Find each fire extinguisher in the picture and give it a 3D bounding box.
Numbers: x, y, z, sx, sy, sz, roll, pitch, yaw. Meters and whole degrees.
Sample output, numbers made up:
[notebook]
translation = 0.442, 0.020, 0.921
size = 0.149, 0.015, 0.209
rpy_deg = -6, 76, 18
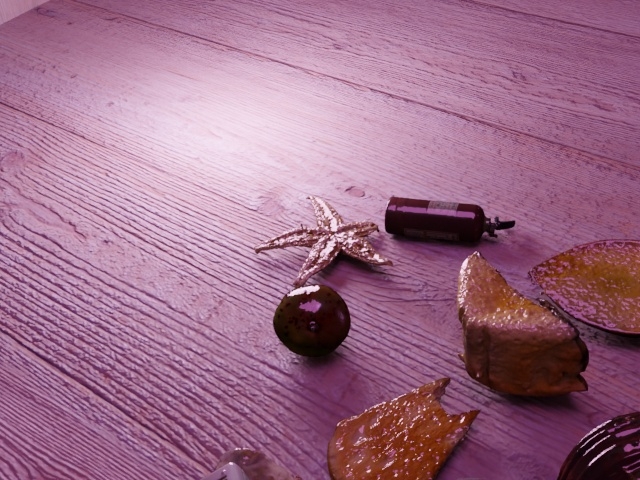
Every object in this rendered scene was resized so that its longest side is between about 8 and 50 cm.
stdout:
[fire extinguisher]
translation = 0.240, -0.039, 1.636
size = 0.231, 0.071, 0.099
rpy_deg = 5, 13, 15

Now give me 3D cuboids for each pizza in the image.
[pizza]
translation = 0.118, 0.287, 1.278
size = 0.181, 0.034, 0.262
rpy_deg = 27, 51, 34

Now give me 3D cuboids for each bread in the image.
[bread]
translation = 0.268, 0.148, 1.314
size = 0.133, 0.174, 0.251
rpy_deg = -28, 42, -18

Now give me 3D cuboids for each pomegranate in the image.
[pomegranate]
translation = -0.014, 0.124, 1.434
size = 0.130, 0.130, 0.130
rpy_deg = -5, 39, 4

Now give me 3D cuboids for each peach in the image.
[peach]
translation = 0.477, 0.086, 1.440
size = 0.279, 0.068, 0.189
rpy_deg = 8, 49, 15

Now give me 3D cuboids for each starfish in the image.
[starfish]
translation = -0.001, -0.004, 1.644
size = 0.231, 0.048, 0.295
rpy_deg = -22, 40, -17

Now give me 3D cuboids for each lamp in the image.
[lamp]
translation = 0.393, 0.319, 1.040
size = 0.247, 0.247, 0.247
rpy_deg = -5, 39, 4

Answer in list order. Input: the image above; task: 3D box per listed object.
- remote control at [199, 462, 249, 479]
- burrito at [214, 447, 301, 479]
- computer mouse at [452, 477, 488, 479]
[remote control]
translation = -0.229, 0.407, 1.079
size = 0.344, 0.050, 0.145
rpy_deg = -31, 30, 7
[burrito]
translation = -0.096, 0.407, 1.118
size = 0.143, 0.105, 0.299
rpy_deg = -1, 38, 2
[computer mouse]
translation = 0.208, 0.346, 1.187
size = 0.096, 0.039, 0.066
rpy_deg = 0, 40, 9
